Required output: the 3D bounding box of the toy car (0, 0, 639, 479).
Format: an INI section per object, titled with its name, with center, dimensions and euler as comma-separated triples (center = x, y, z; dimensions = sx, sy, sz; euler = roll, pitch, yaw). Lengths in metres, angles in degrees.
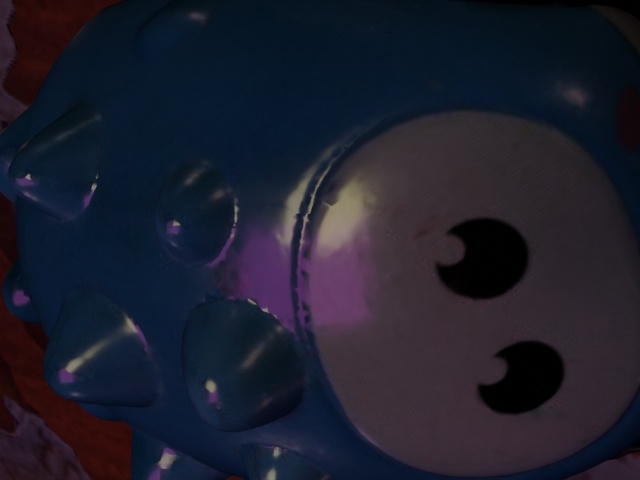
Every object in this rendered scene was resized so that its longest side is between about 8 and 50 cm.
[toy car]
center = 0.000, 0.000, 0.615
dimensions = 0.255, 0.190, 0.188
euler = 7, 125, 41
